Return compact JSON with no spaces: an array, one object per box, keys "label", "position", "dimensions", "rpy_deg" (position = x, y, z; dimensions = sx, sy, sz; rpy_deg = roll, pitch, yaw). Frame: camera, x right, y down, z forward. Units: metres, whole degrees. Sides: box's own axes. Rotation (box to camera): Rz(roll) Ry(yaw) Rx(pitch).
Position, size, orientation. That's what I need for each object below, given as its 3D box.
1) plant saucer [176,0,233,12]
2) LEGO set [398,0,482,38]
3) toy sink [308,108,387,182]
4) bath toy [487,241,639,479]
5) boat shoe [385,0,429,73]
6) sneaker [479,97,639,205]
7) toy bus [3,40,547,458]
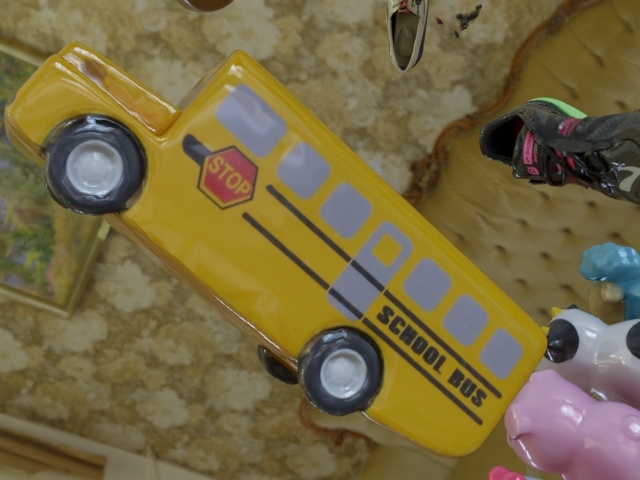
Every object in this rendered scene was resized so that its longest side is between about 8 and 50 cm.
[{"label":"plant saucer","position":[-0.115,-0.271,0.896],"dimensions":[0.083,0.083,0.015],"rpy_deg":[-58,46,40]},{"label":"LEGO set","position":[0.083,-0.189,0.643],"dimensions":[0.054,0.083,0.023],"rpy_deg":[-31,8,13]},{"label":"toy sink","position":[0.000,0.000,0.865],"dimensions":[0.153,0.234,0.131],"rpy_deg":[-28,-3,23]},{"label":"bath toy","position":[0.224,0.148,0.729],"dimensions":[0.151,0.129,0.348],"rpy_deg":[-22,21,48]},{"label":"boat shoe","position":[0.093,-0.251,0.928],"dimensions":[0.043,0.049,0.137],"rpy_deg":[-64,-23,-55]},{"label":"sneaker","position":[0.460,-0.149,1.530],"dimensions":[0.483,0.202,0.185],"rpy_deg":[-155,51,-64]},{"label":"toy bus","position":[-0.025,0.002,0.518],"dimensions":[0.130,0.333,0.108],"rpy_deg":[-51,16,-10]}]
